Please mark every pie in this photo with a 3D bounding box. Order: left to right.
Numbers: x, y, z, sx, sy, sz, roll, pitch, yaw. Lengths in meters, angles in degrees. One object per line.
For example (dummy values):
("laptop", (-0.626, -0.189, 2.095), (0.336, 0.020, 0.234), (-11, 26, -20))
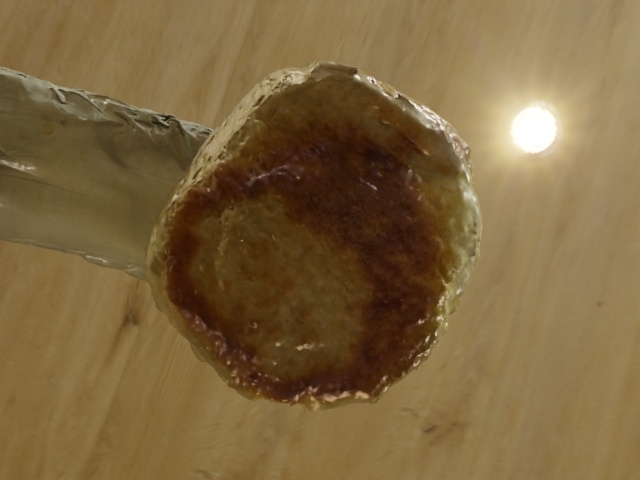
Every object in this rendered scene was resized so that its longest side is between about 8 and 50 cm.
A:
("pie", (0.000, 0.000, 0.753), (0.179, 0.084, 0.205), (39, -89, -10))

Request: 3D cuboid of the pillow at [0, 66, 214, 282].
("pillow", (-0.130, -0.032, 0.843), (0.229, 0.051, 0.128), (15, -64, 8))
